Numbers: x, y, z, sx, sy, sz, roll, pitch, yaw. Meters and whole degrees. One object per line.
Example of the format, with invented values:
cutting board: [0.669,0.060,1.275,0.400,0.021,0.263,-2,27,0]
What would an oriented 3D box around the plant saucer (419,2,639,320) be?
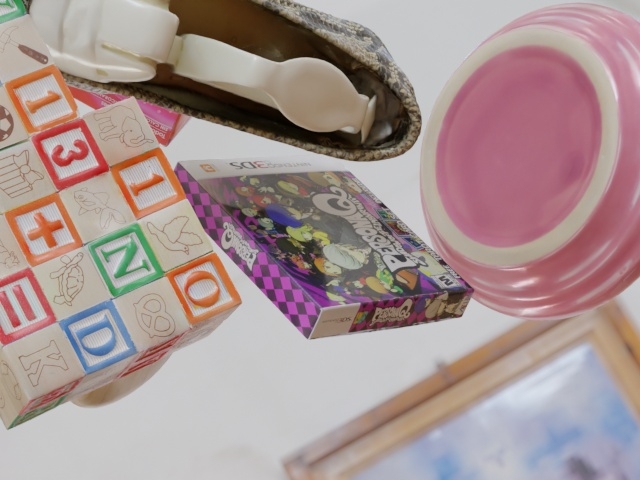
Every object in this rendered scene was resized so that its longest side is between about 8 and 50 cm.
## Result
plant saucer: [0.221,-0.087,1.915,0.332,0.332,0.084,-38,-35,29]

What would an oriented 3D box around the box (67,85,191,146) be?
box: [-0.242,-0.252,1.996,0.142,0.300,0.154,-65,-5,37]

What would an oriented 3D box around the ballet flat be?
ballet flat: [-0.106,-0.174,1.634,0.482,0.182,0.164,17,-77,-31]

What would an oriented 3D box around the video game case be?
video game case: [0.000,0.000,1.778,0.210,0.232,0.042,-5,-50,-44]

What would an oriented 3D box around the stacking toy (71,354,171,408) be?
stacking toy: [-0.279,0.004,1.790,0.141,0.330,0.141,-39,-22,-19]

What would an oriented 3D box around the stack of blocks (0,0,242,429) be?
stack of blocks: [-0.205,-0.040,1.331,0.171,0.297,0.087,-25,-9,-27]
